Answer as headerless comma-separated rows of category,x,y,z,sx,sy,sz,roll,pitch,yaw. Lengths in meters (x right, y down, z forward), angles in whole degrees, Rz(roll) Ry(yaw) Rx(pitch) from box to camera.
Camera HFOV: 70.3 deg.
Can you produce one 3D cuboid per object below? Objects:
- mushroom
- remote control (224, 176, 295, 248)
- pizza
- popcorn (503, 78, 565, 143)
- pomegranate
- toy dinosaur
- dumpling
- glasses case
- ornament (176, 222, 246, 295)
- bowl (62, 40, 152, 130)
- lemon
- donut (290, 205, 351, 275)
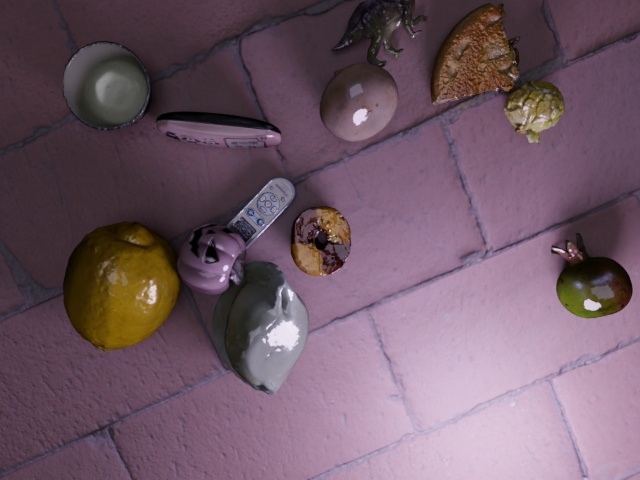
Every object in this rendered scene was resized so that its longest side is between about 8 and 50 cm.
mushroom,0.087,-0.362,1.148,0.204,0.204,0.205,0,96,-2
remote control,-0.166,-0.071,1.222,0.244,0.047,0.087,-45,99,2
pizza,0.417,-0.457,1.182,0.228,0.081,0.290,27,95,2
popcorn,0.553,-0.341,1.175,0.141,0.135,0.163,24,92,-11
pomegranate,0.710,0.095,1.211,0.181,0.181,0.224,-26,81,1
toy dinosaur,0.170,-0.560,1.172,0.294,0.077,0.162,-44,91,-12
dumpling,-0.160,0.224,1.172,0.269,0.212,0.321,28,82,-1
glasses case,-0.256,-0.280,1.158,0.313,0.122,0.075,5,91,-3
ornament,-0.261,0.049,1.129,0.177,0.177,0.178,0,96,-2
bowl,-0.518,-0.376,1.145,0.211,0.112,0.212,0,95,-1
lemon,-0.485,0.115,1.127,0.285,0.285,0.317,-11,119,-1
donut,0.000,0.000,1.220,0.166,0.073,0.184,-11,95,0
